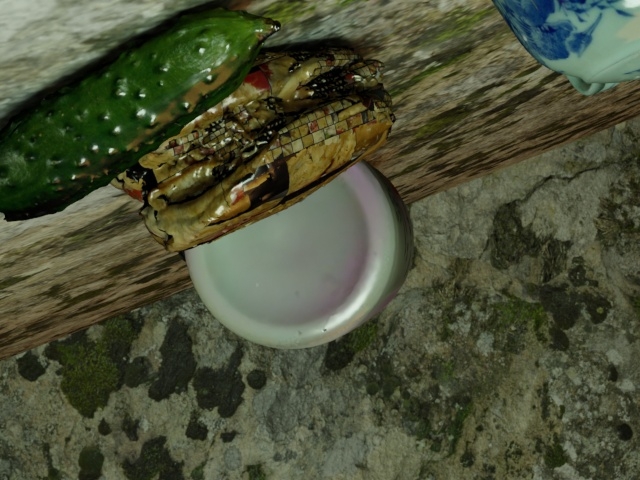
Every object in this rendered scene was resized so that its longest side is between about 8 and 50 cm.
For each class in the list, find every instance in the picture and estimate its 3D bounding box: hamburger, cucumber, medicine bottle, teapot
[{"bbox_3d":[-0.052,-0.070,0.670,0.231,0.107,0.231,-29,175,-3],"label":"hamburger"},{"bbox_3d":[-0.120,-0.075,0.513,0.227,0.069,0.069,-27,174,20],"label":"cucumber"},{"bbox_3d":[0.000,0.000,1.017,0.219,0.219,0.388,-22,176,11],"label":"medicine bottle"},{"bbox_3d":[0.176,-0.146,0.494,0.159,0.159,0.232,-21,177,-3],"label":"teapot"}]

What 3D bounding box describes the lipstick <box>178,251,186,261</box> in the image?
[{"bbox_3d":[-0.049,-0.031,1.398,0.418,0.077,0.077,-16,173,-42],"label":"lipstick"}]
